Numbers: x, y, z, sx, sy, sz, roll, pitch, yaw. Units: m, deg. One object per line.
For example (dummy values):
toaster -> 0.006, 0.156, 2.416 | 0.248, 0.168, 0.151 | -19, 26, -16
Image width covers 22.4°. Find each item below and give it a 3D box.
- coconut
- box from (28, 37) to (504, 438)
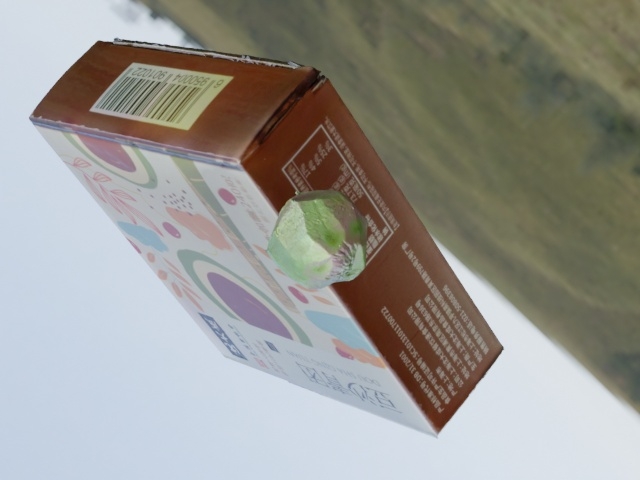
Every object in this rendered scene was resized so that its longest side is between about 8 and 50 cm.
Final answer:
coconut -> 0.000, 0.000, 1.268 | 0.081, 0.083, 0.082 | 39, -165, 1
box -> -0.053, -0.008, 1.578 | 0.344, 0.122, 0.385 | 15, 148, 48
